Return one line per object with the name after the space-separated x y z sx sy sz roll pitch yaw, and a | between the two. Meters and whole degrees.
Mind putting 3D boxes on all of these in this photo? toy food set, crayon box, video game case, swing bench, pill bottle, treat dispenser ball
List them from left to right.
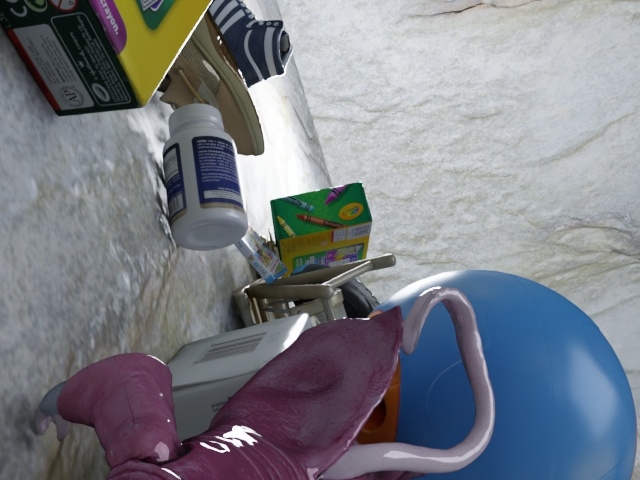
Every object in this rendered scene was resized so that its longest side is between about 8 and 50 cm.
-0.206 -0.348 0.668 0.363 0.106 0.313 69 28 -42 | crayon box
-0.146 -0.081 0.970 0.094 0.094 0.170 60 17 -64 | pill bottle
-0.113 -0.011 1.122 0.166 0.015 0.119 49 7 1 | video game case
-0.091 0.053 1.398 0.192 0.038 0.133 -124 -158 -78 | toy food set
-0.003 0.174 1.129 0.165 0.254 0.254 -22 97 -48 | swing bench
0.000 0.000 1.440 0.278 0.165 0.081 91 -14 -68 | crayon box
0.149 0.172 0.749 0.288 0.288 0.288 -15 90 -83 | treat dispenser ball

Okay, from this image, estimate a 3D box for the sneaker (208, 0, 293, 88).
-0.141 -0.407 1.440 0.099 0.153 0.282 54 22 -72 | sneaker

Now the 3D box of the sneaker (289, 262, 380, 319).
0.052 0.190 1.276 0.341 0.125 0.140 55 41 -16 | sneaker

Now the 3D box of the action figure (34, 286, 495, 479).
-0.043 0.177 0.480 0.370 0.275 0.248 4 67 -66 | action figure

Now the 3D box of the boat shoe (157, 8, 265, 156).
-0.171 -0.231 1.040 0.341 0.110 0.122 63 2 -47 | boat shoe

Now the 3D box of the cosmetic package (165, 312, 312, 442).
-0.041 0.292 0.801 0.217 0.156 0.385 -46 122 -81 | cosmetic package
